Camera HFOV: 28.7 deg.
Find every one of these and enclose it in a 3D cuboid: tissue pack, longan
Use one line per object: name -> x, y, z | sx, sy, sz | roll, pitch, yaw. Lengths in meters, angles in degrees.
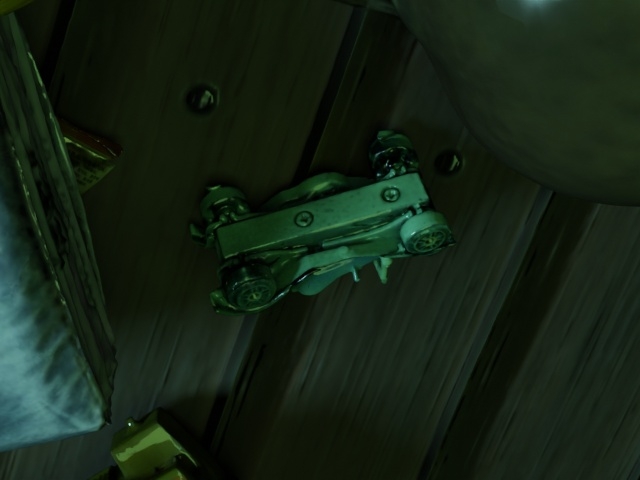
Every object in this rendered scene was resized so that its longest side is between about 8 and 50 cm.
tissue pack -> -0.308, 0.019, 0.660 | 0.361, 0.122, 0.259 | -13, 120, 0
longan -> 0.161, -0.138, 0.644 | 0.258, 0.258, 0.258 | -5, 117, -11

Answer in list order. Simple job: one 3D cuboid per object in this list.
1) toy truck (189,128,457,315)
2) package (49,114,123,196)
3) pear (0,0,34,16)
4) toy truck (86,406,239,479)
toy truck -> 0.001, -0.001, 0.778 | 0.154, 0.080, 0.078 | -18, 146, -4
package -> -0.192, -0.032, 0.733 | 0.108, 0.031, 0.121 | 32, 104, -24
pear -> -0.177, -0.229, 0.515 | 0.336, 0.285, 0.285 | -19, 122, -30
toy truck -> -0.171, 0.228, 0.822 | 0.257, 0.127, 0.127 | -35, 104, 6
